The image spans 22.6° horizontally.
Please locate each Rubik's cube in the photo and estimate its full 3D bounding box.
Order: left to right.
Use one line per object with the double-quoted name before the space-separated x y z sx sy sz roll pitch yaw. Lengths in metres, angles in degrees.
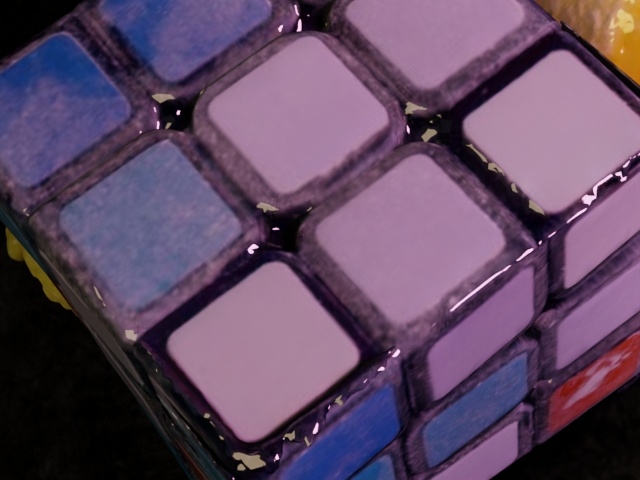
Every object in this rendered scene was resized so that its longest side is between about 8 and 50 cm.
"Rubik's cube" 0.000 0.000 1.123 0.362 0.359 0.363 -39 63 -9

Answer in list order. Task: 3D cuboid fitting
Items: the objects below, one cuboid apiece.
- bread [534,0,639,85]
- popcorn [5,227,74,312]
"bread" 0.238 -0.134 1.145 0.170 0.197 0.197 33 108 49
"popcorn" -0.153 -0.024 1.434 0.259 0.259 0.212 17 136 39
